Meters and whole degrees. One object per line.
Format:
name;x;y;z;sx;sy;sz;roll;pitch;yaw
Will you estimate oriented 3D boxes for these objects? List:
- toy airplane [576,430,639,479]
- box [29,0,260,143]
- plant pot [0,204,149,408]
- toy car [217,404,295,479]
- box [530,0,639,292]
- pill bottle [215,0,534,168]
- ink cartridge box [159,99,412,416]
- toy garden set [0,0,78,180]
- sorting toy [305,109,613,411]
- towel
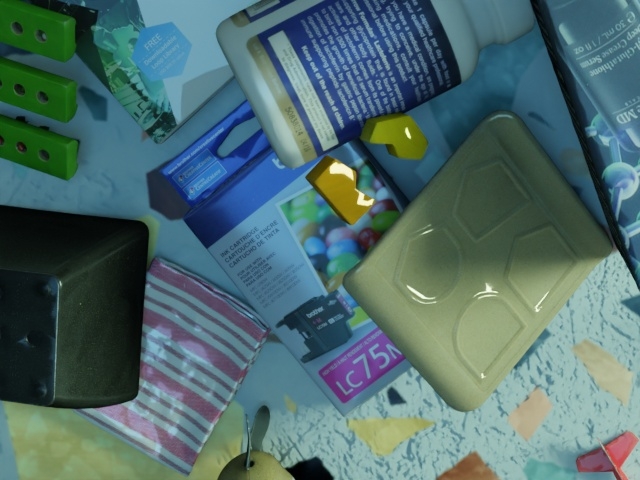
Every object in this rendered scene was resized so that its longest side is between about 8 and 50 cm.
toy airplane;0.313;0.260;1.667;0.151;0.028;0.151;1;101;4
box;-0.176;-0.288;1.587;0.232;0.058;0.322;-41;94;12
plant pot;-0.287;0.076;1.604;0.187;0.167;0.188;7;101;12
toy car;-0.046;0.261;1.650;0.148;0.155;0.188;-9;88;7
box;0.354;-0.191;1.477;0.293;0.212;0.396;-20;100;9
pill bottle;0.051;-0.188;1.506;0.264;0.153;0.153;-27;98;-1
ink cartridge box;0.000;0.000;1.629;0.185;0.065;0.311;-38;94;11
toy garden set;-0.321;-0.200;1.599;0.203;0.049;0.244;19;128;18
sorting toy;0.123;-0.011;1.541;0.229;0.041;0.307;-47;120;-9
towel;-0.153;0.131;1.686;0.144;0.029;0.197;30;103;0
